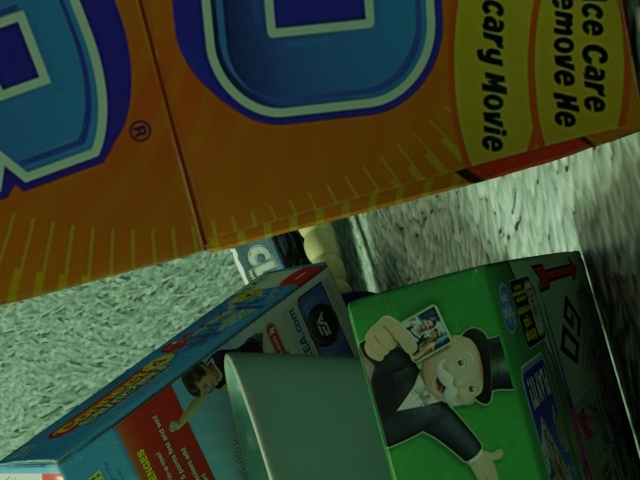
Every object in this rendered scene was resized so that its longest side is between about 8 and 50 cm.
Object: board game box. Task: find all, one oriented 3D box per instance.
[{"bbox_3d":[-0.114,-0.199,0.715,0.356,0.356,0.356,-130,25,-73],"label":"board game box"},{"bbox_3d":[-0.015,0.080,1.523,0.165,0.042,0.243,-77,-35,-74],"label":"board game box"},{"bbox_3d":[0.092,0.112,0.603,0.317,0.046,0.213,-4,-103,-76],"label":"board game box"},{"bbox_3d":[-0.055,0.222,1.243,0.086,0.302,0.308,-9,109,46],"label":"board game box"}]

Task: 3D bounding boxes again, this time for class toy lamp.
[{"bbox_3d":[0.000,0.000,1.408,0.080,0.080,0.274,89,167,-63],"label":"toy lamp"}]

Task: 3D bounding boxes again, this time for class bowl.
[{"bbox_3d":[0.054,0.202,1.050,0.311,0.163,0.311,164,90,-84],"label":"bowl"}]
